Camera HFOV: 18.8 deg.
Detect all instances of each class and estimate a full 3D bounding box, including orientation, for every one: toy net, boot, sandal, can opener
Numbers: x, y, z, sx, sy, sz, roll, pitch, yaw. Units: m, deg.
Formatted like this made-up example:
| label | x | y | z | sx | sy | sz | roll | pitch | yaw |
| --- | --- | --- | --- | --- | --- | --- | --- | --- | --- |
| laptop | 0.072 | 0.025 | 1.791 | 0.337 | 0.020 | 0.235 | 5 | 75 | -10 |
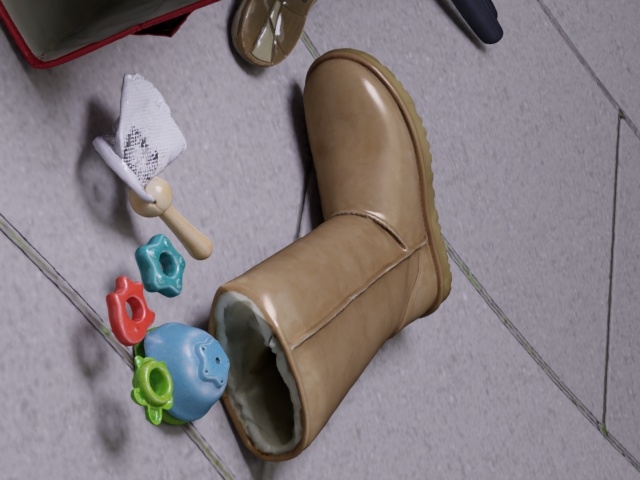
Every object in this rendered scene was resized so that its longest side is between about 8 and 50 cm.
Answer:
| label | x | y | z | sx | sy | sz | roll | pitch | yaw |
| --- | --- | --- | --- | --- | --- | --- | --- | --- | --- |
| toy net | -0.119 | 0.006 | 1.261 | 0.122 | 0.045 | 0.232 | -3 | 77 | -57 |
| boot | 0.000 | 0.000 | 1.411 | 0.269 | 0.089 | 0.236 | -36 | 107 | -56 |
| sandal | -0.027 | -0.202 | 1.505 | 0.072 | 0.049 | 0.180 | 49 | 53 | -26 |
| can opener | 0.124 | -0.244 | 1.753 | 0.059 | 0.073 | 0.186 | -87 | 154 | -42 |

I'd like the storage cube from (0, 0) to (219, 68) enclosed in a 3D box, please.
| label | x | y | z | sx | sy | sz | roll | pitch | yaw |
| --- | --- | --- | --- | --- | --- | --- | --- | --- | --- |
| storage cube | -0.119 | -0.251 | 1.242 | 0.215 | 0.184 | 0.193 | 62 | 32 | -19 |
